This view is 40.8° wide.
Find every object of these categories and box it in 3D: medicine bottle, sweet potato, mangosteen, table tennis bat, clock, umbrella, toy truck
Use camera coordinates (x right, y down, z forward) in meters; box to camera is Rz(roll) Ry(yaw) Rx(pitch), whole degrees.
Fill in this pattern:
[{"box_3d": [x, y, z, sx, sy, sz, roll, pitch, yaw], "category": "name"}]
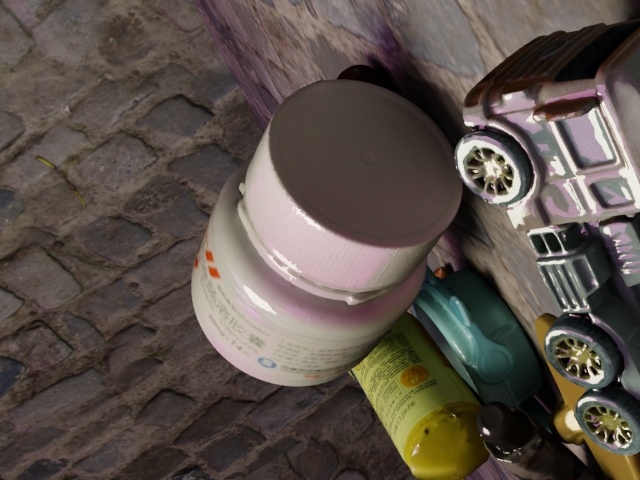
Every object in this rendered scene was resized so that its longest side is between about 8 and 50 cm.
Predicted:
[{"box_3d": [0.125, 0.196, 1.082, 0.124, 0.124, 0.239, 62, 175, -37], "category": "medicine bottle"}, {"box_3d": [0.181, 0.058, 1.279, 0.034, 0.034, 0.095, 57, 176, 17], "category": "sweet potato"}, {"box_3d": [0.046, -0.163, 1.006, 0.081, 0.081, 0.081, 58, 175, 7], "category": "mangosteen"}, {"box_3d": [0.263, 0.174, 0.856, 0.198, 0.050, 0.321, 63, -177, 18], "category": "table tennis bat"}, {"box_3d": [0.211, 0.141, 1.149, 0.223, 0.094, 0.274, 52, 169, 55], "category": "clock"}, {"box_3d": [0.271, 0.269, 1.036, 0.073, 0.067, 0.337, 40, 178, 44], "category": "umbrella"}, {"box_3d": [0.000, 0.000, 0.980, 0.256, 0.256, 0.325, 58, 149, 17], "category": "medicine bottle"}, {"box_3d": [0.186, 0.011, 0.435, 0.140, 0.108, 0.256, -8, 115, 52], "category": "toy truck"}]

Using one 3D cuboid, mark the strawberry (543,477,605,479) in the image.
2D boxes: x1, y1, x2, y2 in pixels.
[{"box_3d": [0.257, 0.337, 0.857, 0.220, 0.274, 0.274, 63, 175, -14], "category": "strawberry"}]
